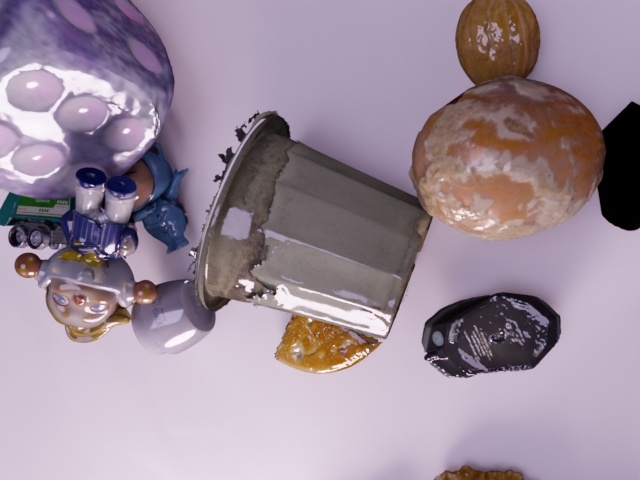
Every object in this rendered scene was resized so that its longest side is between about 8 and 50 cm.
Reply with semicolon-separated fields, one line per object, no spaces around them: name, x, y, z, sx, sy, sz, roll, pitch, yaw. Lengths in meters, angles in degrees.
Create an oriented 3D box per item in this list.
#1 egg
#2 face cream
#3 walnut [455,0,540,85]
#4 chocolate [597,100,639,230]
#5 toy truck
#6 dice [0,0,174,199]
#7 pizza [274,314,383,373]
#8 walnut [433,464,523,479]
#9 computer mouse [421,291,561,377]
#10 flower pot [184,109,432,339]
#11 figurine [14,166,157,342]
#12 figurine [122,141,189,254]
egg;0.220;-0.096;0.797;0.234;0.195;0.194;-18;90;-6
face cream;-0.236;0.122;1.091;0.104;0.117;0.117;-22;88;19
walnut;0.217;-0.241;0.833;0.105;0.105;0.124;4;111;25
chocolate;0.409;-0.079;0.768;0.133;0.156;0.156;2;100;-3
toy truck;-0.435;-0.036;1.166;0.254;0.114;0.123;3;88;24
dice;-0.398;-0.241;0.982;0.270;0.270;0.271;-38;55;21
pizza;-0.001;0.139;1.025;0.178;0.041;0.130;-26;90;26
walnut;0.234;0.388;0.940;0.170;0.069;0.142;-2;98;23
computer mouse;0.228;0.123;0.904;0.192;0.062;0.105;-22;90;32
flower pot;0.000;0.000;0.890;0.259;0.290;0.290;21;107;10
figurine;-0.346;0.019;1.002;0.194;0.133;0.274;-5;122;-2
figurine;-0.277;-0.058;1.072;0.114;0.144;0.178;-22;100;39
